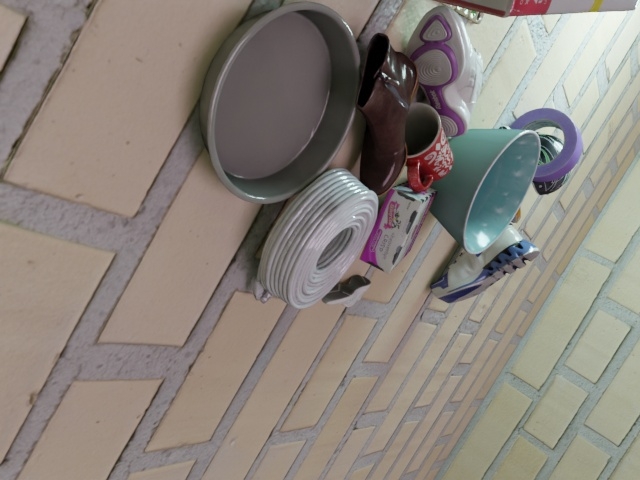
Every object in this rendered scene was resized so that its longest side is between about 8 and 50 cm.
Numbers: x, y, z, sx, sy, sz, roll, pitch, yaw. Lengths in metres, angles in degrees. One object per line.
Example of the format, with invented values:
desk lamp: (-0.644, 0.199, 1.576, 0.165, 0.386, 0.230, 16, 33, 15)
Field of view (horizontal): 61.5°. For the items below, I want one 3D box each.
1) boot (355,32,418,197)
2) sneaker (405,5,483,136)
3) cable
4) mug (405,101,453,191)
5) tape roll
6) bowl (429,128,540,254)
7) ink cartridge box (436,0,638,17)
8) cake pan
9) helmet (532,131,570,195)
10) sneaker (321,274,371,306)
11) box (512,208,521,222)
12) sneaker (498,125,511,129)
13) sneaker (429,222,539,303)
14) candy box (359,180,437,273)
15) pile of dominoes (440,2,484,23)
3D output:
boot: (0.093, -0.201, 0.914, 0.207, 0.090, 0.248, 2, 106, -66)
sneaker: (0.244, -0.338, 1.028, 0.152, 0.114, 0.305, -63, 154, -16)
cable: (0.000, 0.000, 0.949, 0.257, 0.089, 0.257, -38, 155, -33)
mug: (0.195, -0.173, 1.081, 0.150, 0.113, 0.169, -62, 151, 0)
tape roll: (0.604, -0.258, 1.461, 0.080, 0.189, 0.189, 7, 111, -54)
bowl: (0.364, -0.140, 1.273, 0.312, 0.163, 0.311, -33, 141, -32)
ink cartridge box: (0.285, -0.438, 0.787, 0.385, 0.279, 0.160, -20, 131, -37)
cake pan: (-0.056, -0.195, 0.781, 0.293, 0.054, 0.293, -33, 140, -33)
helmet: (0.652, -0.224, 1.577, 0.169, 0.162, 0.169, -33, 140, -33)
sneaker: (0.056, 0.125, 1.199, 0.152, 0.054, 0.061, -13, 130, -48)
box: (0.571, -0.104, 1.648, 0.028, 0.081, 0.136, -52, 147, -9)
sneaker: (0.491, -0.257, 1.453, 0.044, 0.040, 0.109, -21, 133, -45)
sneaker: (0.461, 0.045, 1.597, 0.316, 0.182, 0.127, -33, 149, 17)
candy box: (0.168, -0.037, 1.126, 0.159, 0.071, 0.233, -68, 167, 16)
pile of dominoes: (0.298, -0.516, 0.985, 0.251, 0.040, 0.195, -6, 122, -51)
